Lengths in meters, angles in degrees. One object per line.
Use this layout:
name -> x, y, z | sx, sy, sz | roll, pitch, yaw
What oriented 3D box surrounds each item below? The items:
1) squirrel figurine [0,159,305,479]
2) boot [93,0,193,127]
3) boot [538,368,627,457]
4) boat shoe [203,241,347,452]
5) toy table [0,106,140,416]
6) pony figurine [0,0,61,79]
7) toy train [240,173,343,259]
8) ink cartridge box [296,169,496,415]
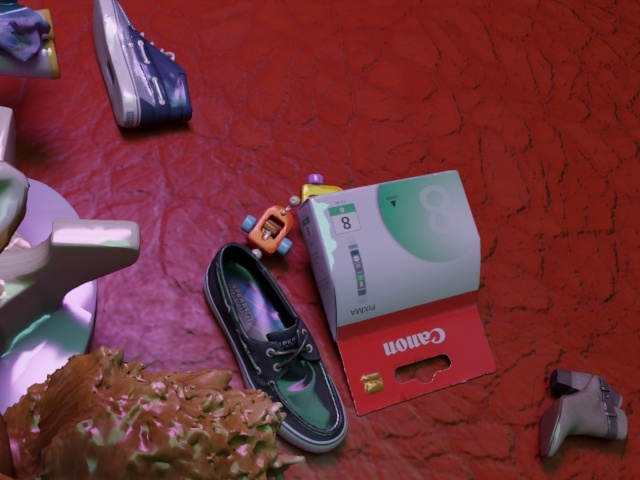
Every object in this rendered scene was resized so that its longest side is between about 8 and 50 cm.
squirrel figurine -> -0.196, 0.147, 0.370 | 0.397, 0.281, 0.370 | 27, 33, -50
boot -> -0.218, -0.219, 0.848 | 0.086, 0.069, 0.190 | -8, 69, -29
boot -> 0.282, 0.192, 0.744 | 0.087, 0.042, 0.118 | 26, 55, -2
boat shoe -> -0.042, 0.097, 0.685 | 0.080, 0.076, 0.228 | -20, 66, -26
toy table -> -0.290, 0.026, 0.609 | 0.252, 0.161, 0.274 | -8, 62, -21
pony figurine -> -0.450, -0.201, 0.670 | 0.364, 0.302, 0.351 | -10, 30, -18
toy train -> 0.000, 0.000, 0.783 | 0.166, 0.046, 0.125 | 30, 70, -3
ink cartridge box -> 0.092, 0.048, 0.737 | 0.181, 0.056, 0.224 | -12, 77, -22
